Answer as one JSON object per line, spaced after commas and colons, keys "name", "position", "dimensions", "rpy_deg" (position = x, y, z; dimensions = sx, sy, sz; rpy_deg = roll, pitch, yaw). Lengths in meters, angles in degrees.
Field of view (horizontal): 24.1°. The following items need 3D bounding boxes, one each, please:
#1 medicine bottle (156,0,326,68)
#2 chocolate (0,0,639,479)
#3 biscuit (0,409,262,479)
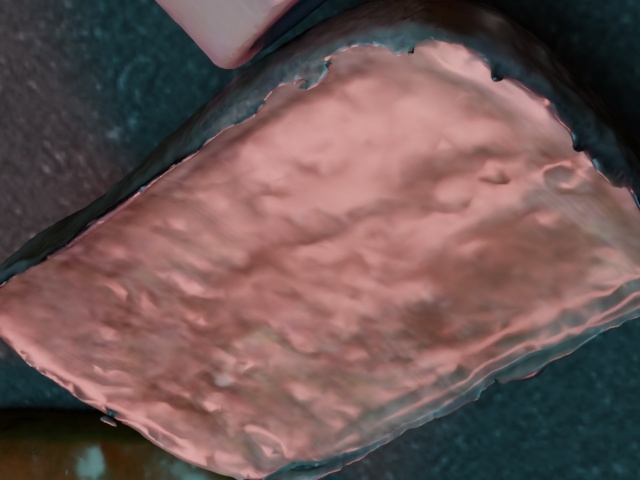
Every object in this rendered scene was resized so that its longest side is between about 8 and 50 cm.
{"name": "medicine bottle", "position": [-0.084, -0.266, 0.515], "dimensions": [0.388, 0.219, 0.219], "rpy_deg": [48, 122, -3]}
{"name": "chocolate", "position": [0.000, 0.000, 0.657], "dimensions": [0.185, 0.100, 0.303], "rpy_deg": [37, 130, -27]}
{"name": "biscuit", "position": [-0.099, 0.253, 0.860], "dimensions": [0.359, 0.046, 0.359], "rpy_deg": [10, 117, 20]}
